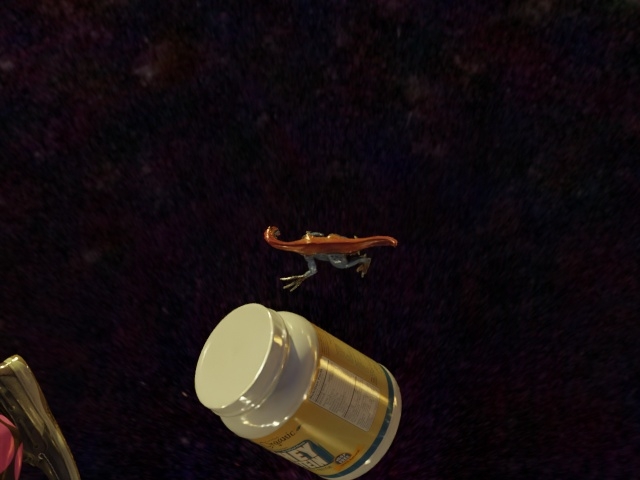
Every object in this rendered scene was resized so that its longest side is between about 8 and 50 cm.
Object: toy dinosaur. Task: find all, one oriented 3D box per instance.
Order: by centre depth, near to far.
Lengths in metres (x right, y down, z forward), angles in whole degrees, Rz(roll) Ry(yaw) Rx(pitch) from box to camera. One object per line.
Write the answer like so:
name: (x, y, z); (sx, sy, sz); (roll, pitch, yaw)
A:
toy dinosaur: (0.000, 0.000, 0.920); (0.082, 0.090, 0.047); (18, 48, -34)

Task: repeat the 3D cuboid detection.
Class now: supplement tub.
supplement tub: (-0.023, 0.166, 1.269); (0.199, 0.144, 0.144); (33, 76, -33)

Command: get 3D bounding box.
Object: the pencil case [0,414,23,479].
pencil case: (-0.297, 0.122, 0.825); (0.095, 0.209, 0.098); (-11, 50, 17)

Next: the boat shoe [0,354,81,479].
boat shoe: (-0.266, 0.181, 1.060); (0.049, 0.056, 0.152); (-24, 75, -25)
